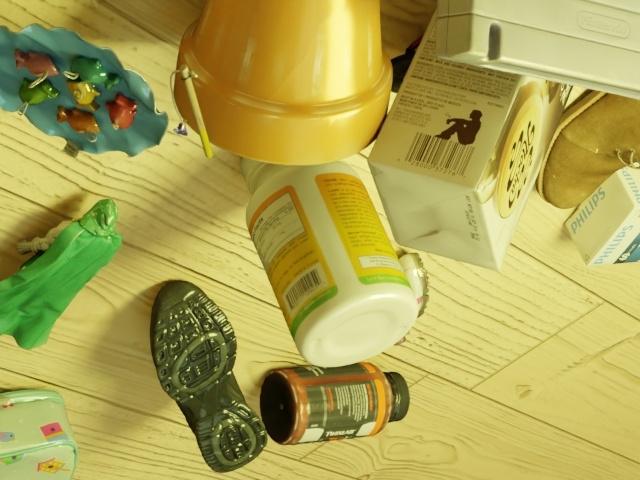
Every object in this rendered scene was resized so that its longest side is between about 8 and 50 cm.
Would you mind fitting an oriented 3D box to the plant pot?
[{"bbox_3d":[-0.026,-0.203,1.621,0.205,0.205,0.188,-10,132,-23],"label":"plant pot"}]

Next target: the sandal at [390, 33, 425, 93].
[{"bbox_3d":[0.129,-0.201,1.875,0.179,0.040,0.067,-21,159,-34],"label":"sandal"}]

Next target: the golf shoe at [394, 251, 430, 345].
[{"bbox_3d":[0.083,0.083,2.254,0.086,0.067,0.186,-7,146,-23],"label":"golf shoe"}]

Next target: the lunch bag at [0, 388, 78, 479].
[{"bbox_3d":[-0.429,0.292,2.189,0.224,0.108,0.279,-5,144,-24],"label":"lunch bag"}]

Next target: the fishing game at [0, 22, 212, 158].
[{"bbox_3d":[-0.229,-0.127,1.597,0.264,0.041,0.189,15,151,11],"label":"fishing game"}]

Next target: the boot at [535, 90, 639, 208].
[{"bbox_3d":[0.356,-0.118,2.082,0.112,0.115,0.305,-5,146,-33],"label":"boot"}]

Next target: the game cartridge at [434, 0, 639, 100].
[{"bbox_3d":[0.248,-0.259,1.647,0.355,0.230,0.068,6,171,-41],"label":"game cartridge"}]

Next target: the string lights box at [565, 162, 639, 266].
[{"bbox_3d":[0.467,-0.041,2.315,0.259,0.077,0.133,-5,146,-29],"label":"string lights box"}]

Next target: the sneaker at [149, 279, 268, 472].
[{"bbox_3d":[-0.157,0.157,2.168,0.109,0.130,0.286,-24,128,-14],"label":"sneaker"}]

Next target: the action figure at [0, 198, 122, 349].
[{"bbox_3d":[-0.291,0.029,1.914,0.137,0.063,0.232,14,137,-44],"label":"action figure"}]

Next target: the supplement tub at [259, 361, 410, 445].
[{"bbox_3d":[0.024,0.219,2.390,0.198,0.106,0.106,-2,143,-32],"label":"supplement tub"}]

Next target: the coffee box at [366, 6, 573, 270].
[{"bbox_3d":[0.164,-0.145,1.729,0.118,0.297,0.168,16,156,21],"label":"coffee box"}]

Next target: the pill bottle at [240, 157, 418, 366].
[{"bbox_3d":[0.000,0.000,1.887,0.136,0.246,0.136,-17,150,-10],"label":"pill bottle"}]
